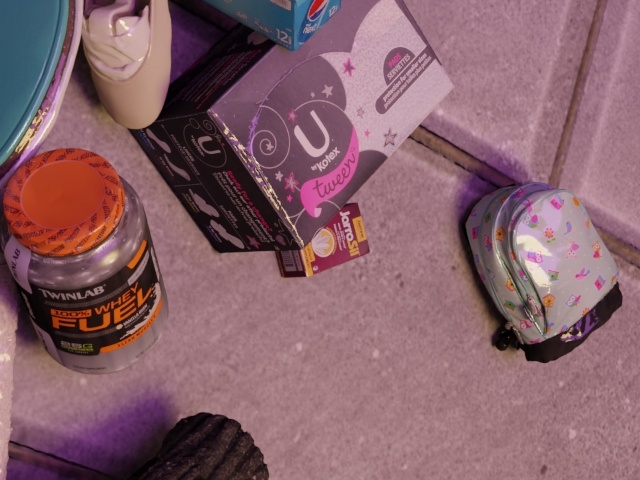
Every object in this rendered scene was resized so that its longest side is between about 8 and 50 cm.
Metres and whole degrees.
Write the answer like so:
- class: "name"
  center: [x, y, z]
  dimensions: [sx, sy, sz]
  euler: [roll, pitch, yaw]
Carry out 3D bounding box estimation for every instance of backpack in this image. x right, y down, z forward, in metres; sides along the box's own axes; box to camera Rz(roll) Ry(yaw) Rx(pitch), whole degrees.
- class: "backpack"
  center: [0.238, 0.022, 1.586]
  dimensions: [0.152, 0.115, 0.182]
  euler: [-39, 108, -28]

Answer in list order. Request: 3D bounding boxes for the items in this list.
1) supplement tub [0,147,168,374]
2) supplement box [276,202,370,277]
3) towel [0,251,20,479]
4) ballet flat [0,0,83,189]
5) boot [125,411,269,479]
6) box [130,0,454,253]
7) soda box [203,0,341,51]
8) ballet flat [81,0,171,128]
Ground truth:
- class: "supplement tub"
  center: [-0.192, 0.017, 1.211]
  dimensions: [0.117, 0.117, 0.190]
  euler: [-53, 157, -26]
- class: "supplement box"
  center: [0.000, 0.000, 1.452]
  dimensions: [0.083, 0.043, 0.055]
  euler: [-21, 100, -36]
- class: "towel"
  center: [-0.335, 0.140, 1.195]
  dimensions: [0.187, 0.049, 0.282]
  euler: [4, 86, -36]
- class: "ballet flat"
  center: [-0.249, -0.225, 1.226]
  dimensions: [0.139, 0.139, 0.400]
  euler: [8, 84, -36]
- class: "boot"
  center: [-0.154, 0.340, 1.276]
  dimensions: [0.260, 0.131, 0.347]
  euler: [-37, 146, -63]
- class: "box"
  center: [-0.021, -0.124, 1.380]
  dimensions: [0.247, 0.142, 0.163]
  euler: [-46, 114, -28]
- class: "soda box"
  center: [-0.084, -0.253, 1.304]
  dimensions: [0.071, 0.210, 0.067]
  euler: [-47, 158, -29]
- class: "ballet flat"
  center: [-0.171, -0.213, 1.256]
  dimensions: [0.086, 0.086, 0.248]
  euler: [-8, 107, -37]
